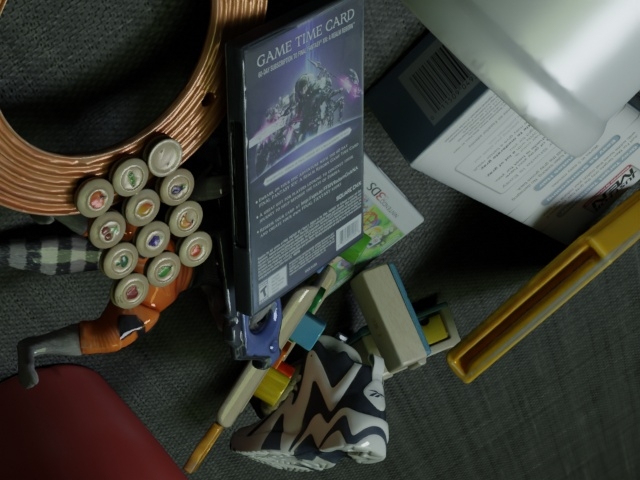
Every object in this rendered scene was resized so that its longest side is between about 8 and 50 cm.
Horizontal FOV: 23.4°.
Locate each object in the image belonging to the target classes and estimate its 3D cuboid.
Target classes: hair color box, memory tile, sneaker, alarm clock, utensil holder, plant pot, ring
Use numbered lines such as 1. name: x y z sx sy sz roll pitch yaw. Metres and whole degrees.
1. hair color box: 0.234 -0.132 1.717 0.185 0.113 0.374 -44 146 18
2. memory tile: -0.157 -0.015 1.398 0.113 0.012 0.148 -33 131 -22
3. sneaker: -0.008 0.187 1.838 0.094 0.153 0.235 25 154 -33
4. alarm clock: -0.029 0.173 1.932 0.129 0.064 0.192 -34 145 -1
5. utensil holder: 0.237 -0.318 1.284 0.385 0.327 0.327 -46 146 14
6. plant pot: -0.276 0.288 1.695 0.275 0.243 0.275 -24 147 -17
7. ring: -0.185 -0.174 1.294 0.336 0.032 0.336 -27 136 -29

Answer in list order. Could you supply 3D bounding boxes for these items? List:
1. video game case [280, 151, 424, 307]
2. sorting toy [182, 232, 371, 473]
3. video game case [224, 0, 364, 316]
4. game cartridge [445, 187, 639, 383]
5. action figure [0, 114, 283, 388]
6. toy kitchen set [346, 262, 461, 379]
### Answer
1. video game case: 0.000 0.000 1.767 0.212 0.023 0.193 -38 148 6
2. sorting toy: -0.037 0.121 1.707 0.347 0.047 0.196 -57 176 9
3. video game case: -0.019 -0.087 1.474 0.196 0.026 0.274 -35 132 -46
4. game cartridge: 0.322 0.026 1.917 0.324 0.052 0.285 -35 172 -49
5. action figure: -0.152 -0.032 1.522 0.330 0.178 0.341 -14 114 -38
6. toy kitchen set: 0.113 0.092 1.921 0.166 0.122 0.207 -20 172 -22
